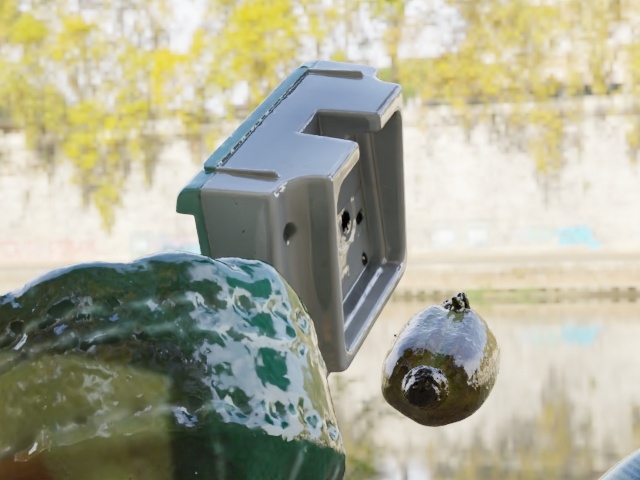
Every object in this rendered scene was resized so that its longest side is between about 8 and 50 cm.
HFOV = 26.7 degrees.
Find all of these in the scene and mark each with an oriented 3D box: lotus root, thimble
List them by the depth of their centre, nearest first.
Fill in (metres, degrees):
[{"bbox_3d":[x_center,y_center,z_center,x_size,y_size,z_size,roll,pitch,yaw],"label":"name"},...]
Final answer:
[{"bbox_3d":[-0.124,0.134,0.889,0.254,0.167,0.288,1,-29,-25],"label":"thimble"},{"bbox_3d":[0.173,0.189,2.015,0.173,0.173,0.309,-2,17,19],"label":"lotus root"}]

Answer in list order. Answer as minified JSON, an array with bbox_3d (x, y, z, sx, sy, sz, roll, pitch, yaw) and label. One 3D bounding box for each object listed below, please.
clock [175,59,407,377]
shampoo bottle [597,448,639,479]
[{"bbox_3d":[0.000,0.000,1.114,0.116,0.231,0.262,4,30,23],"label":"clock"},{"bbox_3d":[0.558,0.382,2.048,0.222,0.349,0.151,40,-11,48],"label":"shampoo bottle"}]
